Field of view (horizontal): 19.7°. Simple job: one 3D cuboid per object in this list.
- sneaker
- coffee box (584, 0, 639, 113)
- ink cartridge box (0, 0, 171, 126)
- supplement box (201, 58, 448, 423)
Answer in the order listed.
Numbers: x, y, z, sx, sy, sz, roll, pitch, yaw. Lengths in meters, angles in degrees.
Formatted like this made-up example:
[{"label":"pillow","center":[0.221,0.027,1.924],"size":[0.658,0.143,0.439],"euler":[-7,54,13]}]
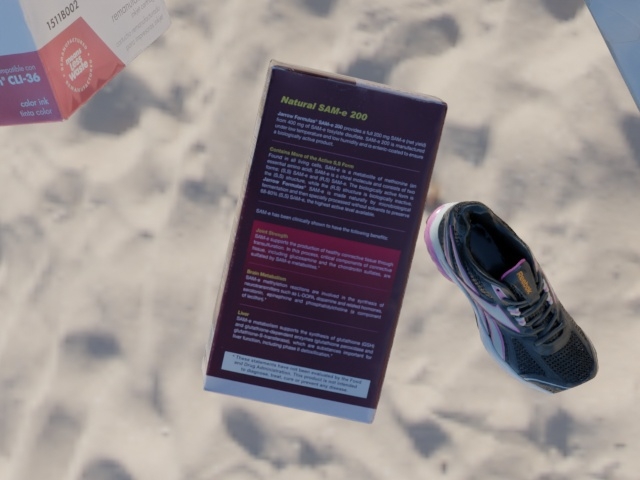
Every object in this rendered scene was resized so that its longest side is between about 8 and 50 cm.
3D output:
[{"label":"sneaker","center":[0.148,0.043,1.412],"size":[0.178,0.072,0.077],"euler":[47,165,0]},{"label":"coffee box","center":[0.410,-0.278,1.858],"size":[0.119,0.297,0.168],"euler":[1,130,49]},{"label":"ink cartridge box","center":[-0.152,-0.167,0.887],"size":[0.067,0.115,0.198],"euler":[-3,120,29]},{"label":"supplement box","center":[0.000,0.000,1.331],"size":[0.073,0.130,0.239],"euler":[-113,36,-79]}]
